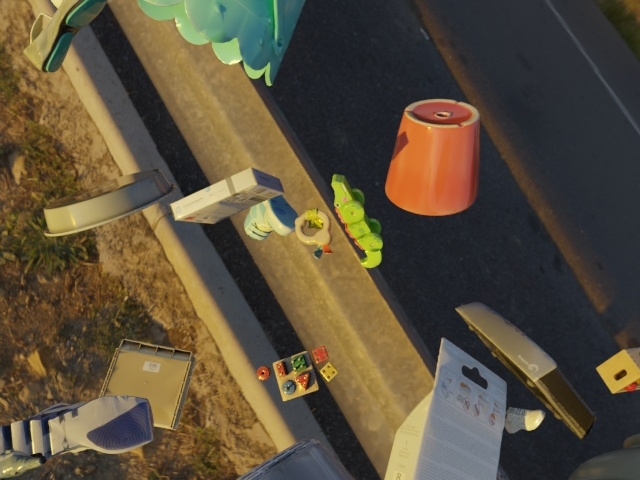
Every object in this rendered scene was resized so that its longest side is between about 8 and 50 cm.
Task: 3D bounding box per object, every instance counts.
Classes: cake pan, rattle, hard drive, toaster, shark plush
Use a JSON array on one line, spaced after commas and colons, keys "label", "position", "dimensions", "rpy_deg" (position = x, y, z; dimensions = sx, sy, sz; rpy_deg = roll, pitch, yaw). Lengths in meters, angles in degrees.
[{"label": "cake pan", "position": [-0.481, -0.096, 0.928], "dimensions": [0.293, 0.293, 0.054], "rpy_deg": [-35, 118, -39]}, {"label": "rattle", "position": [0.000, 0.000, 1.381], "dimensions": [0.130, 0.143, 0.200], "rpy_deg": [-27, 60, -14]}, {"label": "hard drive", "position": [0.352, 0.208, 0.719], "dimensions": [0.054, 0.255, 0.172], "rpy_deg": [-42, 105, 4]}, {"label": "toaster", "position": [-0.041, 0.398, 0.581], "dimensions": [0.226, 0.129, 0.146], "rpy_deg": [-12, 40, -39]}, {"label": "shark plush", "position": [-0.486, 0.370, 0.634], "dimensions": [0.067, 0.161, 0.073], "rpy_deg": [-94, 169, -58]}]

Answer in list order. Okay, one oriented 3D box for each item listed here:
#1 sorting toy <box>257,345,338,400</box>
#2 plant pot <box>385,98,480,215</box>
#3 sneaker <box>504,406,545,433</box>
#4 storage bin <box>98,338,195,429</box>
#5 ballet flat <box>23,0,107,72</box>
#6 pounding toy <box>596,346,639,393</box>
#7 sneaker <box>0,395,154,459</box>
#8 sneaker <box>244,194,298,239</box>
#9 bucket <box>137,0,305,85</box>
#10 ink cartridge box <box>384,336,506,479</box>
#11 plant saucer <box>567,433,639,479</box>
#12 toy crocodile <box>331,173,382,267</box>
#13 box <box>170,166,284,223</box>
[{"label": "sorting toy", "position": [-0.080, 0.456, 1.377], "dimensions": [0.046, 0.274, 0.132], "rpy_deg": [42, 27, -71]}, {"label": "plant pot", "position": [0.322, -0.242, 1.137], "dimensions": [0.274, 0.243, 0.275], "rpy_deg": [-2, 39, 1]}, {"label": "sneaker", "position": [0.578, 0.514, 1.180], "dimensions": [0.061, 0.152, 0.053], "rpy_deg": [47, 49, 9]}, {"label": "storage bin", "position": [-0.605, 0.505, 1.432], "dimensions": [0.262, 0.123, 0.261], "rpy_deg": [13, 65, -7]}, {"label": "ballet flat", "position": [-0.480, -0.410, 0.755], "dimensions": [0.068, 0.213, 0.072], "rpy_deg": [44, 17, -13]}, {"label": "pounding toy", "position": [0.812, 0.336, 1.037], "dimensions": [0.130, 0.141, 0.100], "rpy_deg": [-2, 48, -15]}, {"label": "sneaker", "position": [-0.556, 0.421, 0.941], "dimensions": [0.315, 0.182, 0.128], "rpy_deg": [-3, 83, -22]}, {"label": "sneaker", "position": [-0.196, -0.058, 1.575], "dimensions": [0.127, 0.208, 0.319], "rpy_deg": [15, 24, -30]}, {"label": "bucket", "position": [-0.135, -0.335, 0.473], "dimensions": [0.281, 0.183, 0.281], "rpy_deg": [29, 12, -7]}, {"label": "ink cartridge box", "position": [0.326, 0.482, 1.014], "dimensions": [0.308, 0.091, 0.385], "rpy_deg": [36, 59, -25]}, {"label": "plant saucer", "position": [0.513, 0.314, 0.506], "dimensions": [0.400, 0.400, 0.101], "rpy_deg": [25, 56, -19]}, {"label": "toy crocodile", "position": [0.117, -0.059, 1.300], "dimensions": [0.341, 0.105, 0.115], "rpy_deg": [56, 21, -30]}, {"label": "box", "position": [-0.184, -0.086, 0.836], "dimensions": [0.038, 0.186, 0.145], "rpy_deg": [69, 15, 6]}]
